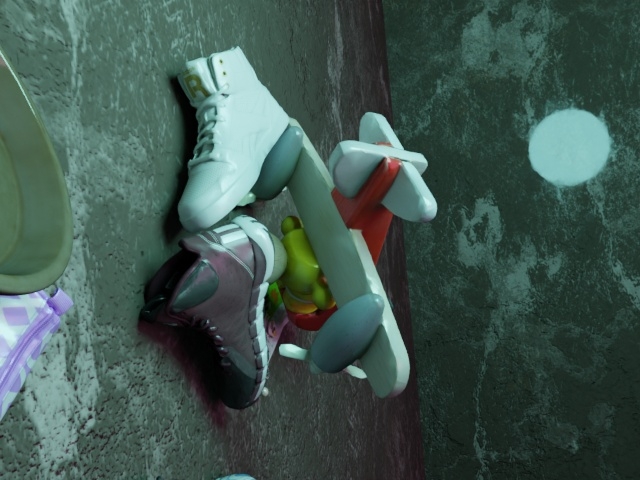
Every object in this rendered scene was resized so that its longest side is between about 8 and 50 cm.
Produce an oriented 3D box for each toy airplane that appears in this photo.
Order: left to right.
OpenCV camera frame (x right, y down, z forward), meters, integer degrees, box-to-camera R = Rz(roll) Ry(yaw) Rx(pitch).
[{"bbox_3d":[0.000,0.000,0.813,0.386,0.272,0.385,-158,-121,-69],"label":"toy airplane"}]

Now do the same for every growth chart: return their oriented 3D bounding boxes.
[{"bbox_3d":[-0.094,0.123,0.952,0.237,0.021,0.172,-70,148,-53],"label":"growth chart"}]

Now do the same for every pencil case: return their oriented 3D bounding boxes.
[{"bbox_3d":[-0.258,0.117,0.373,0.086,0.088,0.206,68,24,-46],"label":"pencil case"}]

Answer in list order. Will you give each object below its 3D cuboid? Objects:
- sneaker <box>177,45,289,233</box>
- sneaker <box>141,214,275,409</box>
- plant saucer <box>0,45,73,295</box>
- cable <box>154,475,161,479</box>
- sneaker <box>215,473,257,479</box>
[{"bbox_3d":[-0.154,-0.155,0.757,0.169,0.108,0.293,55,36,-30],"label":"sneaker"},{"bbox_3d":[-0.153,0.110,0.706,0.162,0.106,0.282,-13,115,-43],"label":"sneaker"},{"bbox_3d":[-0.235,-0.090,0.306,0.278,0.041,0.278,154,-90,-88],"label":"plant saucer"},{"bbox_3d":[-0.201,0.335,0.561,0.151,0.047,0.185,55,32,-43],"label":"cable"},{"bbox_3d":[-0.088,0.421,0.790,0.085,0.086,0.237,-75,154,-49],"label":"sneaker"}]
